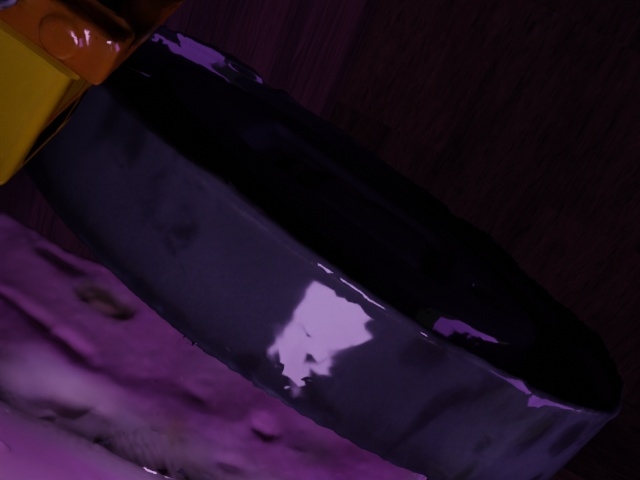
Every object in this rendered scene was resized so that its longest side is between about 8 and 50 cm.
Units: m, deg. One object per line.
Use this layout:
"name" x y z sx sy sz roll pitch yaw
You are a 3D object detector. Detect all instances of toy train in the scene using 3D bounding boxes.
"toy train" -0.083 -0.104 0.510 0.127 0.089 0.219 -52 -174 32

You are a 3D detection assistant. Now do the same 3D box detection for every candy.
"candy" -0.087 0.114 0.719 0.116 0.265 0.155 -67 -178 -48

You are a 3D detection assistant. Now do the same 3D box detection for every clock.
"clock" 0.000 0.000 0.723 0.067 0.325 0.325 -54 -179 12
